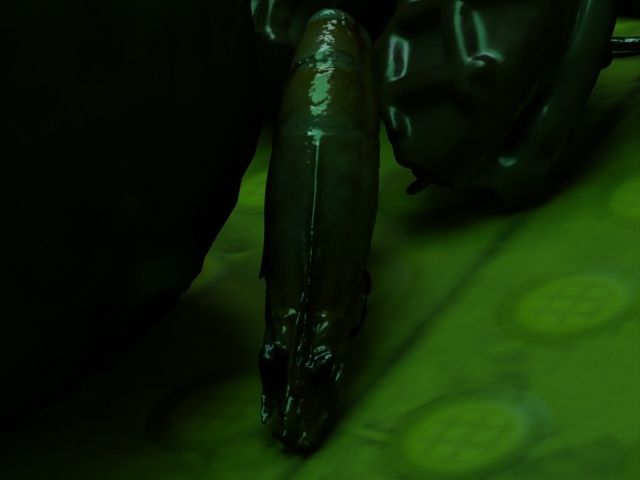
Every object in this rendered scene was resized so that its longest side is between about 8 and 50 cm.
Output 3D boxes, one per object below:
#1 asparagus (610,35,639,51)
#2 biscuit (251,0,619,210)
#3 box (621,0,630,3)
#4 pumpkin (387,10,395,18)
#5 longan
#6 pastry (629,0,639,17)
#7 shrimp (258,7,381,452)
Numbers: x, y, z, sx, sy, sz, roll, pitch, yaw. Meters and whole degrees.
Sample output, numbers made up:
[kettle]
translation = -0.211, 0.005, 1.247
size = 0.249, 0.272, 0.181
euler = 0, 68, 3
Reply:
[asparagus]
translation = 0.233, -0.143, 1.292
size = 0.162, 0.016, 0.016
euler = -3, 50, 23
[biscuit]
translation = 0.060, -0.180, 1.232
size = 0.366, 0.115, 0.268
euler = 30, 92, 51
[box]
translation = 0.295, -0.238, 1.426
size = 0.212, 0.042, 0.201
euler = -17, 25, -4
[pumpkin]
translation = 0.075, -0.236, 1.472
size = 0.217, 0.110, 0.217
euler = 4, 32, -2
[longan]
translation = -0.222, -0.075, 0.989
size = 0.391, 0.391, 0.391
euler = -13, 25, 6
[pastry]
translation = 0.346, -0.192, 1.184
size = 0.329, 0.136, 0.330
euler = -13, 26, 6
[shrimp]
translation = 0.000, 0.000, 1.027
size = 0.063, 0.152, 0.287
euler = 5, 59, 4
